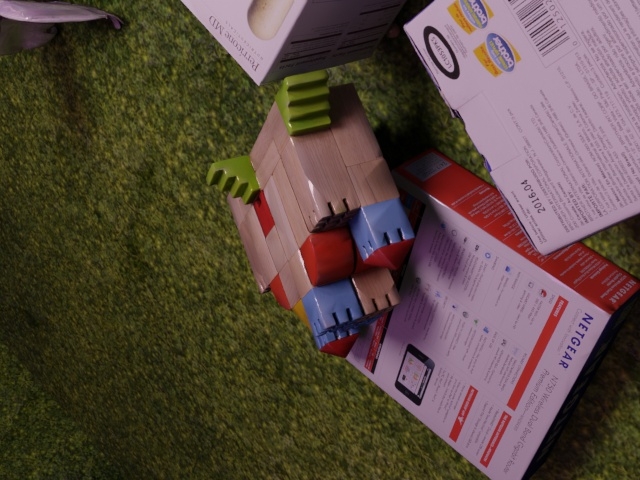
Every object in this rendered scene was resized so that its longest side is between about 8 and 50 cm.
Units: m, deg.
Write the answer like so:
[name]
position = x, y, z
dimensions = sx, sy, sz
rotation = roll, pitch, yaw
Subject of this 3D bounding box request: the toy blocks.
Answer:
[toy blocks]
position = 0.000, 0.000, 1.060
dimensions = 0.260, 0.191, 0.381
rotation = 69, 158, 13

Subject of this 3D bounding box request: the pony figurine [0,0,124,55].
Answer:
[pony figurine]
position = -0.538, -0.386, 1.369
dimensions = 0.303, 0.351, 0.363
rotation = -5, 105, 48

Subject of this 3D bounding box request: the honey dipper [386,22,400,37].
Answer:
[honey dipper]
position = 0.032, -0.288, 1.055
dimensions = 0.161, 0.030, 0.030
rotation = 39, 137, 22

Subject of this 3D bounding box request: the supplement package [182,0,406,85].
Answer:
[supplement package]
position = -0.006, -0.335, 0.909
dimensions = 0.199, 0.198, 0.262
rotation = 49, 132, 15

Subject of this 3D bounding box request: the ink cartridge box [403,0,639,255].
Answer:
[ink cartridge box]
position = 0.258, -0.166, 0.787
dimensions = 0.395, 0.151, 0.270
rotation = -32, 87, 50

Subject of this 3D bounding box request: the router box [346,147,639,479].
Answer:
[router box]
position = 0.187, 0.105, 1.086
dimensions = 0.301, 0.082, 0.335
rotation = 38, 136, 26
